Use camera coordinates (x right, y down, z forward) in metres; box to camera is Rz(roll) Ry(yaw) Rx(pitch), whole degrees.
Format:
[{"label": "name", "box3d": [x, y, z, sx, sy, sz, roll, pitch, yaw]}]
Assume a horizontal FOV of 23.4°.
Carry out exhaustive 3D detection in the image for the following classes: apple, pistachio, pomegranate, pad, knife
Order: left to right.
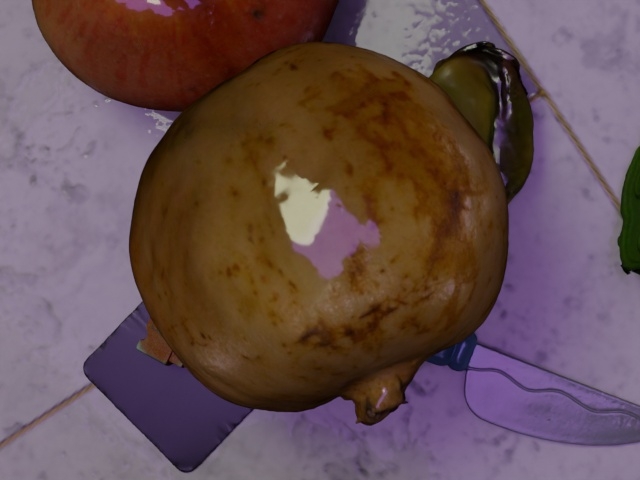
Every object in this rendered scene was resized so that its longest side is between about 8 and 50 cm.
[{"label": "apple", "box3d": [-0.090, -0.183, 1.016, 0.209, 0.164, 0.209, 0, 88, 6]}, {"label": "pad", "box3d": [-0.081, 0.074, 1.096, 0.112, 0.003, 0.157, 45, 95, 4]}, {"label": "pomegranate", "box3d": [0.000, 0.000, 0.945, 0.248, 0.248, 0.248, 0, 90, 7]}, {"label": "pistachio", "box3d": [0.099, -0.048, 1.050, 0.089, 0.049, 0.173, 26, 103, 27]}, {"label": "knife", "box3d": [0.117, 0.094, 1.063, 0.244, 0.032, 0.058, 26, 89, 2]}]

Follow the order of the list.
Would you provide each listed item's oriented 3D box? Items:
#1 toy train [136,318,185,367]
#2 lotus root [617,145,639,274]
[{"label": "toy train", "box3d": [-0.071, 0.069, 1.072, 0.103, 0.044, 0.064, 26, 96, 8]}, {"label": "lotus root", "box3d": [0.304, -0.028, 0.982, 0.186, 0.186, 0.186, 0, 90, 7]}]
